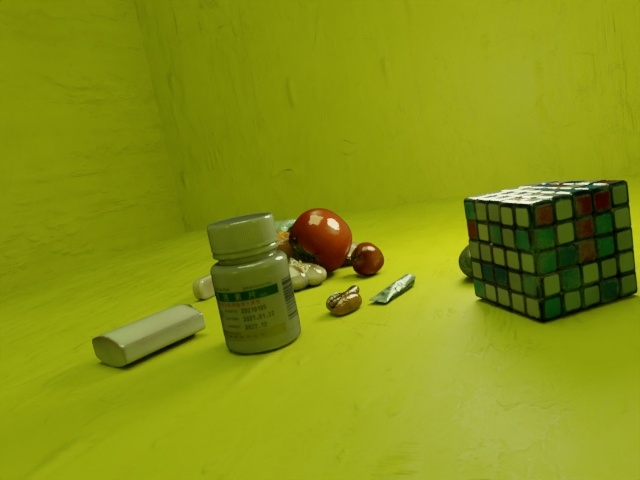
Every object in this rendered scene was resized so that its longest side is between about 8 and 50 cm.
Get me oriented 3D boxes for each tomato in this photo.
[{"bbox_3d":[0.000,0.000,2.083,0.256,0.256,0.224,3,52,55],"label":"tomato"}]

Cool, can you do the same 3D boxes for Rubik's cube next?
[{"bbox_3d":[0.571,0.010,1.381,0.287,0.291,0.293,-12,8,-15],"label":"Rubik's cube"}]

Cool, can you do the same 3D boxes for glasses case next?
[{"bbox_3d":[-0.418,0.169,2.122,0.050,0.083,0.196,-6,12,30],"label":"glasses case"}]

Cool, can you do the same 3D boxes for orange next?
[{"bbox_3d":[-0.190,0.056,2.225,0.219,0.193,0.219,-25,11,5],"label":"orange"}]

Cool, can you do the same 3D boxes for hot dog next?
[{"bbox_3d":[0.076,0.177,1.614,0.140,0.060,0.090,-14,14,-40],"label":"hot dog"}]

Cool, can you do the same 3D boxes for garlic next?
[{"bbox_3d":[-0.064,0.126,1.971,0.175,0.099,0.124,-11,30,-11],"label":"garlic"}]

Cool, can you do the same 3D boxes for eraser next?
[{"bbox_3d":[-0.491,0.269,1.572,0.174,0.094,0.270,-2,12,42],"label":"eraser"}]

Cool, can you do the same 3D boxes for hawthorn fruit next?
[{"bbox_3d":[0.172,0.072,1.987,0.125,0.125,0.140,-3,-21,36],"label":"hawthorn fruit"}]

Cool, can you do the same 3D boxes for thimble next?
[{"bbox_3d":[-0.167,-0.015,2.593,0.149,0.185,0.211,-5,43,36],"label":"thimble"}]

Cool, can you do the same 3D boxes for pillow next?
[{"bbox_3d":[0.137,0.042,2.269,0.126,0.043,0.232,9,14,-6],"label":"pillow"}]

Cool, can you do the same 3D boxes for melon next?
[{"bbox_3d":[0.496,0.059,1.700,0.114,0.114,0.167,-4,13,35],"label":"melon"}]

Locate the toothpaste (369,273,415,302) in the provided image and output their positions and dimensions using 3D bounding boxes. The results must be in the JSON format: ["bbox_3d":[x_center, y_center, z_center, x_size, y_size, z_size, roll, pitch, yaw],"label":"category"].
[{"bbox_3d":[0.235,0.149,1.686,0.064,0.041,0.218,5,21,40],"label":"toothpaste"}]

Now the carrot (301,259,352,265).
[{"bbox_3d":[0.027,0.093,2.206,0.210,0.061,0.061,-5,9,0],"label":"carrot"}]

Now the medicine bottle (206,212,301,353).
[{"bbox_3d":[-0.182,0.107,1.447,0.208,0.339,0.208,-11,9,2],"label":"medicine bottle"}]
